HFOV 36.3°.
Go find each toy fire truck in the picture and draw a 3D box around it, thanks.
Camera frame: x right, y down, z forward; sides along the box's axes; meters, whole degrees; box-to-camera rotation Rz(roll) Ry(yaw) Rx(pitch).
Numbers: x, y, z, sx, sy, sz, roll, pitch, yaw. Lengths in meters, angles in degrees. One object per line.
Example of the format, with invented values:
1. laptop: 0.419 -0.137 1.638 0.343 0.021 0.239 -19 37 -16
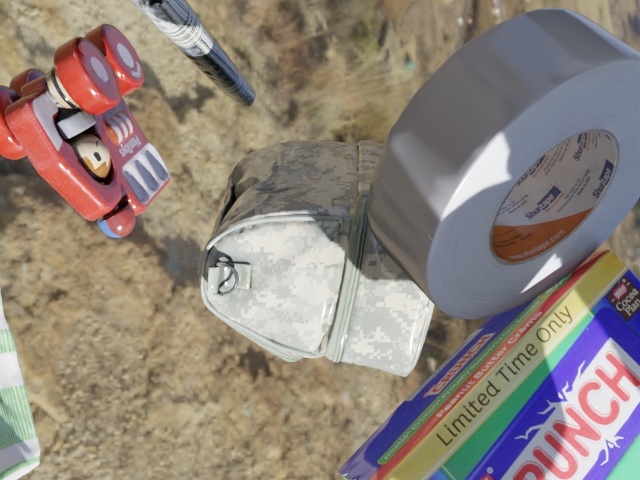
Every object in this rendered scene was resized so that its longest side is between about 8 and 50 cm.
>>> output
1. toy fire truck: -0.311 -0.138 1.336 0.254 0.169 0.302 59 14 -16

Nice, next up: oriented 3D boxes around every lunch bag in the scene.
1. lunch bag: 0.000 0.000 1.136 0.305 0.256 0.212 -83 -175 -68

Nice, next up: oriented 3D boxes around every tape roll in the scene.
1. tape roll: 0.141 -0.049 0.685 0.072 0.219 0.219 49 1 36

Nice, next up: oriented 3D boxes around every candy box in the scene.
1. candy box: 0.218 0.209 0.762 0.317 0.268 0.122 48 -16 -2

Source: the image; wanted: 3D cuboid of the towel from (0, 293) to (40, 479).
1. towel: -0.445 0.162 1.287 0.248 0.038 0.324 70 9 -88

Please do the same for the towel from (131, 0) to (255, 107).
1. towel: -0.220 -0.318 1.169 0.324 0.056 0.312 45 2 19
